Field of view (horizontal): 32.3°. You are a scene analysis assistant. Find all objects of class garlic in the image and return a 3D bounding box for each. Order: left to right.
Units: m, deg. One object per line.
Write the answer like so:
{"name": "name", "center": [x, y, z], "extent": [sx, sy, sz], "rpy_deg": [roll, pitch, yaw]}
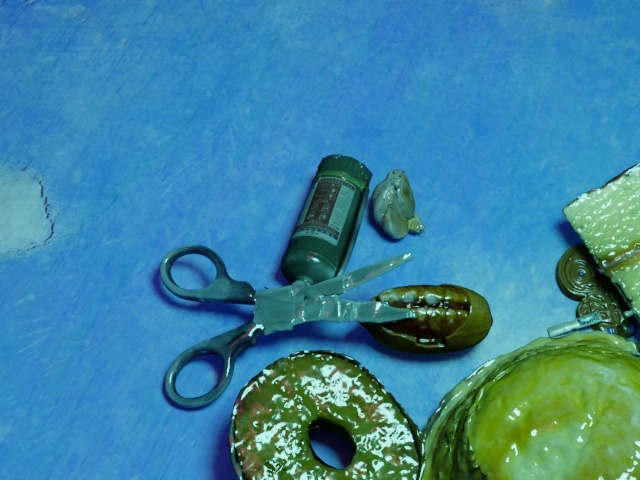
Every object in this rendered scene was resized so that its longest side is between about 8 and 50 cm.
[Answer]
{"name": "garlic", "center": [0.118, -0.059, 1.769], "extent": [0.074, 0.094, 0.113], "rpy_deg": [-15, 51, 23]}

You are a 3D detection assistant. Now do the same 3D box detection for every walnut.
{"name": "walnut", "center": [0.153, 0.114, 1.627], "extent": [0.207, 0.116, 0.116], "rpy_deg": [1, 55, 0]}

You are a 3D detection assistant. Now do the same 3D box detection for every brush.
{"name": "brush", "center": [0.388, 0.128, 1.689], "extent": [0.083, 0.013, 0.016], "rpy_deg": [-18, 66, 5]}

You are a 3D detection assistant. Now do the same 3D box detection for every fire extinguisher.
{"name": "fire extinguisher", "center": [0.000, 0.000, 1.704], "extent": [0.118, 0.093, 0.294], "rpy_deg": [7, 53, 18]}

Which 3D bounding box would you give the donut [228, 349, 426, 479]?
{"name": "donut", "center": [0.006, 0.291, 1.500], "extent": [0.272, 0.107, 0.272], "rpy_deg": [2, 60, -4]}

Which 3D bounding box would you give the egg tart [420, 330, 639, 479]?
{"name": "egg tart", "center": [0.323, 0.276, 1.427], "extent": [0.443, 0.178, 0.443], "rpy_deg": [-12, 46, 12]}

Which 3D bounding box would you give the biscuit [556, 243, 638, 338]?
{"name": "biscuit", "center": [0.442, 0.076, 1.737], "extent": [0.124, 0.026, 0.175], "rpy_deg": [-10, 56, -12]}

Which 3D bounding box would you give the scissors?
{"name": "scissors", "center": [-0.048, 0.092, 1.601], "extent": [0.383, 0.029, 0.256], "rpy_deg": [-12, 63, 6]}

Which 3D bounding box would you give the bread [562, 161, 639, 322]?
{"name": "bread", "center": [0.517, 0.015, 1.726], "extent": [0.178, 0.142, 0.266], "rpy_deg": [-35, 64, 12]}
